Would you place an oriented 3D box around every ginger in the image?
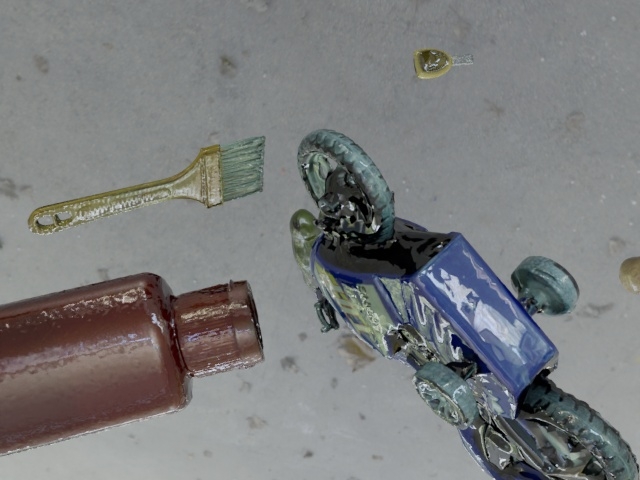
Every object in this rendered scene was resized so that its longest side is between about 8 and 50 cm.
[{"bbox_3d":[0.442,0.028,0.673,0.214,0.059,0.133,-2,163,-31],"label":"ginger"}]

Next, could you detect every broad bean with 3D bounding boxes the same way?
[{"bbox_3d":[0.000,0.000,0.746,0.049,0.292,0.144,-15,103,8],"label":"broad bean"}]

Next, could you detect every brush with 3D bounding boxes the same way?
[{"bbox_3d":[-0.153,-0.043,0.526,0.218,0.010,0.082,-17,147,-17],"label":"brush"}]

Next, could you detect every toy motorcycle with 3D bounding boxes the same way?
[{"bbox_3d":[0.081,0.063,0.405,0.315,0.113,0.169,50,159,1],"label":"toy motorcycle"}]

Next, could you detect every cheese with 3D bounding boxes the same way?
[{"bbox_3d":[0.334,-0.481,1.549,0.162,0.086,0.036,-7,166,-8],"label":"cheese"}]

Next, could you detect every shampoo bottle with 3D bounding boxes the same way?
[{"bbox_3d":[-0.170,0.084,0.389,0.260,0.064,0.102,-13,96,-4],"label":"shampoo bottle"}]
